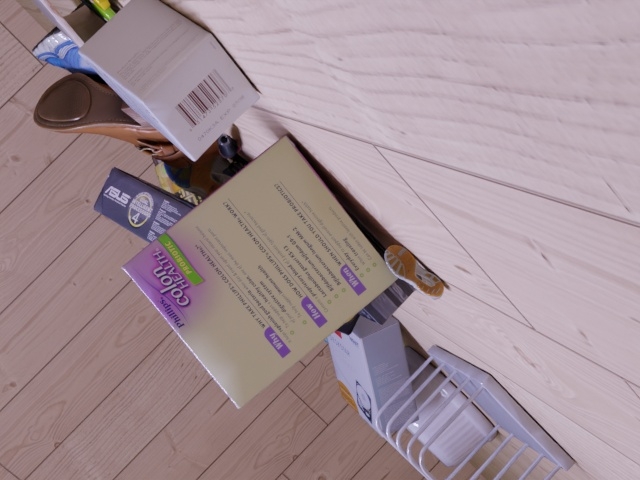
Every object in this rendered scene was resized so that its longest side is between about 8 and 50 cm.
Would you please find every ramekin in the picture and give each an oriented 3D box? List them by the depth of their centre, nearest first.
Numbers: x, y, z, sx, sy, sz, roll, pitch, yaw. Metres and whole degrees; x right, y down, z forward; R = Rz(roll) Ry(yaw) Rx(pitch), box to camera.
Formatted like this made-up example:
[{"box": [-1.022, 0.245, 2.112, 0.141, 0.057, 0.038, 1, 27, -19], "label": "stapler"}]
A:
[{"box": [0.233, 0.357, 2.200, 0.273, 0.127, 0.273, 44, 174, 5], "label": "ramekin"}]

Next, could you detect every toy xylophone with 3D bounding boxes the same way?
[{"box": [-0.379, -0.372, 1.434, 0.236, 0.081, 0.323, 43, 175, 15], "label": "toy xylophone"}]

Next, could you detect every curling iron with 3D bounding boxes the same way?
[{"box": [-0.134, -0.138, 1.655, 0.068, 0.035, 0.274, 40, 175, 6], "label": "curling iron"}]

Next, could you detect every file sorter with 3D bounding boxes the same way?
[{"box": [0.225, 0.311, 1.644, 0.193, 0.173, 0.277, 45, 174, -10], "label": "file sorter"}]

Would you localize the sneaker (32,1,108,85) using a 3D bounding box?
[{"box": [-0.404, -0.318, 1.813, 0.147, 0.130, 0.330, 49, 174, -17], "label": "sneaker"}]

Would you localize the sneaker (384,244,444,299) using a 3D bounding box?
[{"box": [0.106, 0.040, 1.198, 0.083, 0.032, 0.037, 43, 175, 19], "label": "sneaker"}]

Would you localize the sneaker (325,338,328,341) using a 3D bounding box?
[{"box": [-0.003, 0.180, 2.654, 0.319, 0.127, 0.208, 47, 173, -18], "label": "sneaker"}]

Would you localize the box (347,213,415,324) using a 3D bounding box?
[{"box": [0.000, 0.000, 1.464, 0.242, 0.076, 0.307, 45, 175, -4], "label": "box"}]

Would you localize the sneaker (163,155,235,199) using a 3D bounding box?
[{"box": [-0.186, -0.098, 1.956, 0.296, 0.112, 0.131, 41, 174, 44], "label": "sneaker"}]

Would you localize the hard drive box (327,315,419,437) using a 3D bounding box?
[{"box": [0.094, 0.235, 2.040, 0.181, 0.089, 0.232, 36, 143, 58], "label": "hard drive box"}]

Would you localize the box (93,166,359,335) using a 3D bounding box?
[{"box": [-0.155, 0.019, 1.779, 0.395, 0.097, 0.318, 26, -178, 43], "label": "box"}]

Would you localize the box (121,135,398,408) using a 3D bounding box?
[{"box": [-0.072, 0.035, 1.245, 0.213, 0.243, 0.117, 51, 176, -5], "label": "box"}]

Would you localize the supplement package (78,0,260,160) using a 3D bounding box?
[{"box": [-0.170, -0.185, 1.158, 0.179, 0.105, 0.105, 40, 173, 47], "label": "supplement package"}]

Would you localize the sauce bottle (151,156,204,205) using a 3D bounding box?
[{"box": [-0.264, -0.049, 2.282, 0.111, 0.111, 0.345, 94, 154, -83], "label": "sauce bottle"}]

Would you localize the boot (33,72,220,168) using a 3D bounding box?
[{"box": [-0.316, -0.194, 1.753, 0.283, 0.109, 0.220, -8, 156, 26], "label": "boot"}]
